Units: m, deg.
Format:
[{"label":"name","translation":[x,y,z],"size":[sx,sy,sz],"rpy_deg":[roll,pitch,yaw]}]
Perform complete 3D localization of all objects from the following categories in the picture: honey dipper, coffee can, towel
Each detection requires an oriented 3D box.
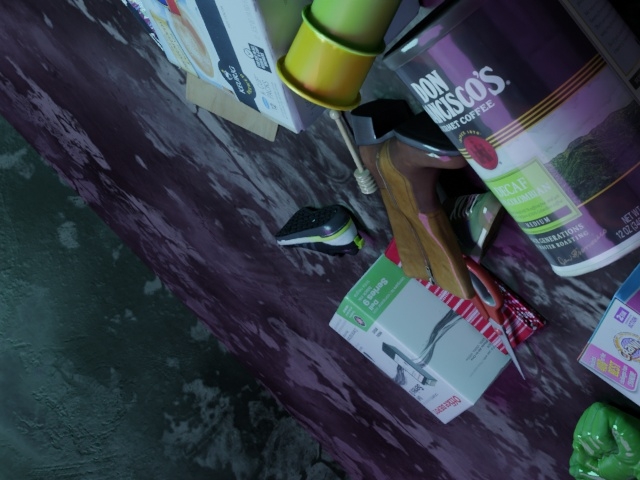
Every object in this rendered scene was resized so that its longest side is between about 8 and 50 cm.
[{"label":"honey dipper","translation":[0.050,-0.139,1.676],"size":[0.030,0.030,0.160],"rpy_deg":[23,149,44]},{"label":"coffee can","translation":[0.223,-0.133,1.054],"size":[0.275,0.201,0.201],"rpy_deg":[50,160,-8]},{"label":"towel","translation":[0.224,0.075,1.781],"size":[0.275,0.031,0.199],"rpy_deg":[40,162,6]}]

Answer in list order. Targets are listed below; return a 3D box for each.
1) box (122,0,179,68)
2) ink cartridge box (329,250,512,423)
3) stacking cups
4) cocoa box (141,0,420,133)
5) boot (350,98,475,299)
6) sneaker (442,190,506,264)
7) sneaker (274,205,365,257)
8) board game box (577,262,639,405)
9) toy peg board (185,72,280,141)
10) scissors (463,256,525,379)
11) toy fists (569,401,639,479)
[{"label":"box","translation":[-0.162,-0.349,1.450],"size":[0.220,0.051,0.175],"rpy_deg":[-25,115,36]},{"label":"ink cartridge box","translation":[0.173,0.178,1.957],"size":[0.289,0.121,0.211],"rpy_deg":[40,161,7]},{"label":"stacking cups","translation":[0.066,-0.274,1.032],"size":[0.096,0.096,0.316],"rpy_deg":[38,120,13]},{"label":"cocoa box","translation":[-0.069,-0.337,1.173],"size":[0.228,0.231,0.347],"rpy_deg":[30,158,30]},{"label":"boot","translation":[0.149,-0.038,1.469],"size":[0.264,0.096,0.280],"rpy_deg":[15,130,55]},{"label":"sneaker","translation":[0.206,-0.031,1.535],"size":[0.086,0.064,0.192],"rpy_deg":[33,162,13]},{"label":"sneaker","translation":[0.000,0.000,1.978],"size":[0.097,0.084,0.235],"rpy_deg":[48,160,-19]},{"label":"board game box","translation":[0.502,0.188,1.421],"size":[0.316,0.064,0.242],"rpy_deg":[37,160,16]},{"label":"toy peg board","translation":[-0.121,-0.252,1.726],"size":[0.161,0.079,0.161],"rpy_deg":[26,160,1]},{"label":"scissors","translation":[0.279,0.131,1.712],"size":[0.109,0.021,0.297],"rpy_deg":[8,140,56]},{"label":"toy fists","translation":[0.475,0.356,1.788],"size":[0.142,0.096,0.279],"rpy_deg":[34,161,26]}]
